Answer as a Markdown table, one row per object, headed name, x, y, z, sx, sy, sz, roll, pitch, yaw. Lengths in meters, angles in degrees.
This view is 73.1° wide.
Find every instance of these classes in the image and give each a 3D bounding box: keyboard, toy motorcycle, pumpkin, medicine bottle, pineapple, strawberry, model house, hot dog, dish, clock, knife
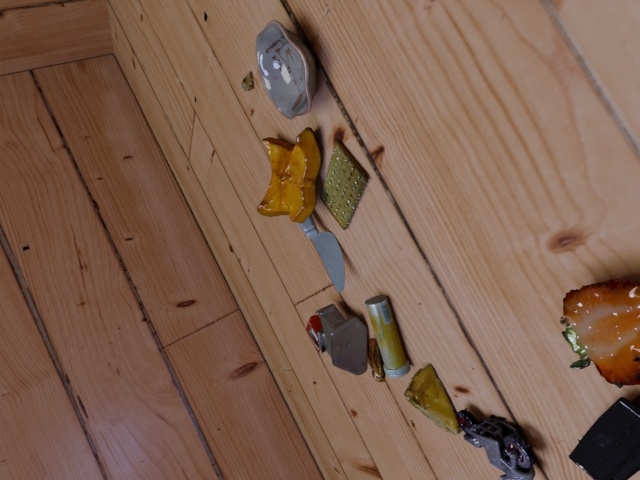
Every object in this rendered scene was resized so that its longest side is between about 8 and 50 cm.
| name | x | y | z | sx | sy | sz | roll | pitch | yaw |
| --- | --- | --- | --- | --- | --- | --- | --- | --- | --- |
| keyboard | 0.476 | 0.335 | 0.700 | 0.087 | 0.017 | 0.251 | 43 | 154 | 39 |
| toy motorcycle | 0.385 | 0.447 | 0.940 | 0.215 | 0.080 | 0.123 | -6 | 104 | 69 |
| pumpkin | -0.088 | -0.180 | 1.227 | 0.290 | 0.095 | 0.259 | 17 | 109 | 57 |
| medicine bottle | 0.182 | 0.258 | 1.170 | 0.074 | 0.073 | 0.218 | 3 | 113 | 62 |
| pineapple | -0.226 | -0.488 | 1.342 | 0.083 | 0.019 | 0.045 | -8 | 102 | 61 |
| strawberry | 0.407 | 0.113 | 0.580 | 0.140 | 0.085 | 0.193 | 44 | 143 | 52 |
| model house | 0.059 | 0.312 | 1.400 | 0.188 | 0.122 | 0.230 | 36 | 138 | 54 |
| hot dog | 0.161 | 0.340 | 1.243 | 0.144 | 0.038 | 0.062 | -88 | -21 | -53 |
| dish | -0.065 | -0.410 | 1.034 | 0.229 | 0.081 | 0.230 | 43 | 149 | 33 |
| clock | 0.000 | 0.348 | 1.616 | 0.113 | 0.061 | 0.155 | 55 | 157 | 20 |
| knife | 0.001 | -0.001 | 1.276 | 0.331 | 0.080 | 0.044 | 58 | 176 | 21 |

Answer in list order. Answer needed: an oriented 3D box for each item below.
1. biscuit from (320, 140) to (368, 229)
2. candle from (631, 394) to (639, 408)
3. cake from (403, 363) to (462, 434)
| name | x | y | z | sx | sy | sz | roll | pitch | yaw |
| --- | --- | --- | --- | --- | --- | --- | --- | --- | --- |
| biscuit | 0.056 | -0.133 | 1.119 | 0.139 | 0.016 | 0.231 | 55 | 153 | 21 |
| candle | 0.476 | 0.212 | 0.609 | 0.026 | 0.021 | 0.168 | 42 | 147 | 38 |
| cake | 0.298 | 0.406 | 1.115 | 0.184 | 0.116 | 0.080 | 31 | 157 | -3 |
